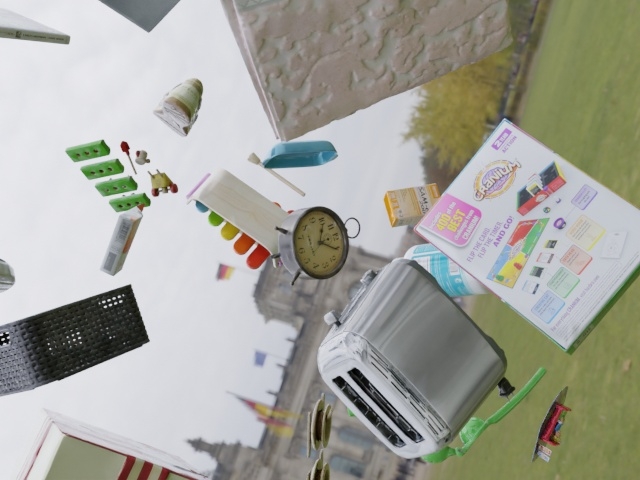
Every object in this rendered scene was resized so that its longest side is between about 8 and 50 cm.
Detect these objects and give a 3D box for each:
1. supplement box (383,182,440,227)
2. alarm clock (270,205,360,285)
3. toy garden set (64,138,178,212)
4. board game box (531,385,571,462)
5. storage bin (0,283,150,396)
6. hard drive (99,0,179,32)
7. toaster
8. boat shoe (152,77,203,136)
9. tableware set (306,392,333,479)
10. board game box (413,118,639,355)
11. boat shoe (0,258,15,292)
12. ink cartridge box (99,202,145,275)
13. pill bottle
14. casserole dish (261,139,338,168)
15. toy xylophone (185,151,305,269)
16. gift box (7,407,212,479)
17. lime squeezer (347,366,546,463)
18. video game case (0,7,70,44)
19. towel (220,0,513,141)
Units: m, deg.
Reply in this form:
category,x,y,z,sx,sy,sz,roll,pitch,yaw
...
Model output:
category,x,y,z,sx,sy,sz,roll,pitch,yaw
supplement box,0.172,-0.065,1.448,0.036,0.098,0.062,105,153,-64
alarm clock,0.000,0.000,1.410,0.192,0.064,0.129,-20,-81,-35
toy garden set,-0.503,-0.183,2.043,0.244,0.204,0.049,61,-153,-46
board game box,0.473,0.373,1.571,0.133,0.033,0.168,-40,-37,-37
storage bin,-0.323,0.124,0.996,0.180,0.122,0.084,-18,-89,-53
hard drive,-0.243,-0.332,0.992,0.094,0.135,0.022,-36,47,27
toaster,0.106,0.145,0.904,0.146,0.227,0.129,-44,3,-32
boat shoe,-0.336,-0.323,1.915,0.089,0.104,0.285,-55,17,-12
tableware set,0.008,0.377,1.384,0.128,0.039,0.194,-25,-63,-77
board game box,0.345,-0.011,1.256,0.242,0.316,0.064,-50,-27,4
boat shoe,-0.634,0.023,1.368,0.335,0.121,0.119,87,159,-76
ink cartridge box,-0.452,-0.004,1.862,0.179,0.045,0.145,-53,-12,-76
pill bottle,0.312,0.075,2.023,0.146,0.264,0.146,14,-108,-51
casserole dish,-0.050,-0.204,1.853,0.114,0.188,0.037,147,115,-64
toy xylophone,-0.178,-0.085,2.049,0.236,0.323,0.081,-43,-12,-25
gift box,-0.290,0.384,1.001,0.276,0.255,0.258,-16,50,67
lime squeezer,0.204,0.279,1.205,0.059,0.310,0.110,71,-173,-56
video game case,-0.590,-0.403,1.446,0.173,0.190,0.022,-16,-53,-59
towel,0.059,-0.279,0.905,0.317,0.332,0.053,67,-179,-54
